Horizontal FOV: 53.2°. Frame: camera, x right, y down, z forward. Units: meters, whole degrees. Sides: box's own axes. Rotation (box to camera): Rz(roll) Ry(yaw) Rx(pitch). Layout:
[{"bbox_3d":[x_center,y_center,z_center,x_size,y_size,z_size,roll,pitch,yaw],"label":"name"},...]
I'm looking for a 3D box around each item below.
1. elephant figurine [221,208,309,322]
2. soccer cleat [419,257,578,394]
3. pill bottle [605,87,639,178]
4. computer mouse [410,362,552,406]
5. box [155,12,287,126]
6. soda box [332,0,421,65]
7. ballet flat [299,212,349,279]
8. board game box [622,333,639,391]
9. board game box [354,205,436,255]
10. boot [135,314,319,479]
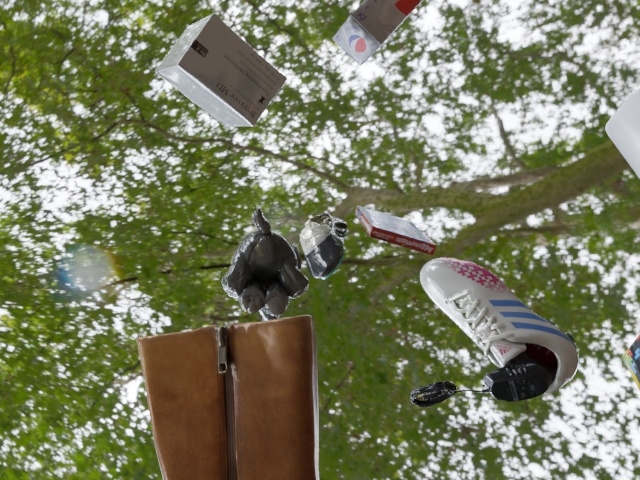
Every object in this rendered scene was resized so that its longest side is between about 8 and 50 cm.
[{"bbox_3d":[-0.111,0.070,1.275,0.169,0.239,0.186,39,-94,1],"label":"elephant figurine"},{"bbox_3d":[0.315,0.148,1.163,0.143,0.331,0.116,-35,-27,-52],"label":"soccer cleat"},{"bbox_3d":[0.281,0.026,0.302,0.169,0.169,0.302,-23,-106,-36],"label":"pill bottle"},{"bbox_3d":[0.274,0.249,1.104,0.041,0.242,0.071,-84,-21,-47],"label":"computer mouse"},{"bbox_3d":[-0.192,-0.316,1.218,0.181,0.182,0.119,37,-98,-28],"label":"box"},{"bbox_3d":[0.152,-0.518,1.416,0.091,0.098,0.286,43,-119,-7],"label":"soda box"},{"bbox_3d":[0.000,0.000,0.983,0.203,0.074,0.074,-68,-43,-72],"label":"ballet flat"},{"bbox_3d":[0.743,0.280,1.393,0.048,0.141,0.170,3,-138,-9],"label":"board game box"},{"bbox_3d":[0.165,-0.028,1.473,0.145,0.281,0.027,15,-79,-6],"label":"board game box"},{"bbox_3d":[-0.109,0.206,0.453,0.096,0.264,0.281,13,-116,-66],"label":"boot"}]
